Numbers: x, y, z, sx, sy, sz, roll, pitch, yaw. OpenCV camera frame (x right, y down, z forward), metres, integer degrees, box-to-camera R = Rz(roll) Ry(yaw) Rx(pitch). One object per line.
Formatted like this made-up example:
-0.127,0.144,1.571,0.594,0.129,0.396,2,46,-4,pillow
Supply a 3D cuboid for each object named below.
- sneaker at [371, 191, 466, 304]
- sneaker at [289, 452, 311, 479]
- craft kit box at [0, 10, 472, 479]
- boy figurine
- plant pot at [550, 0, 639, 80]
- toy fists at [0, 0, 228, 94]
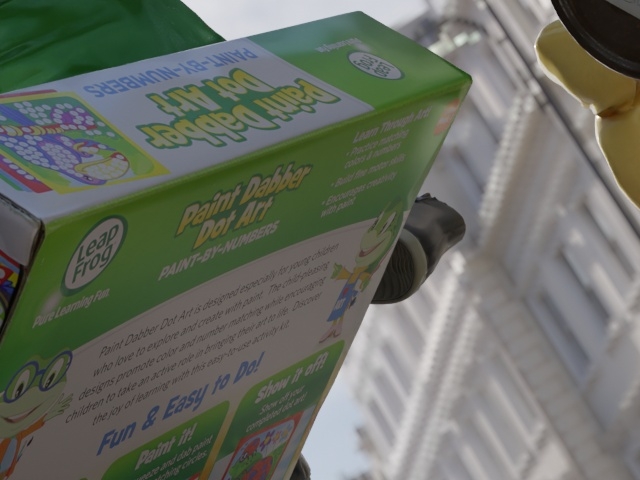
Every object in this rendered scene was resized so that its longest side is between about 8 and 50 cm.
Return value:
0.000,0.000,1.530,0.118,0.222,0.083,-30,-53,-60,sneaker
-0.082,0.172,1.247,0.101,0.106,0.267,-39,4,11,sneaker
-0.069,0.059,0.588,0.250,0.061,0.247,-23,-35,-60,craft kit box
0.276,-0.097,1.507,0.092,0.177,0.285,-18,-48,37,boy figurine
0.211,-0.171,0.930,0.230,0.215,0.215,-36,-12,-42,plant pot
-0.167,-0.079,0.764,0.142,0.279,0.096,-34,-25,-41,toy fists
